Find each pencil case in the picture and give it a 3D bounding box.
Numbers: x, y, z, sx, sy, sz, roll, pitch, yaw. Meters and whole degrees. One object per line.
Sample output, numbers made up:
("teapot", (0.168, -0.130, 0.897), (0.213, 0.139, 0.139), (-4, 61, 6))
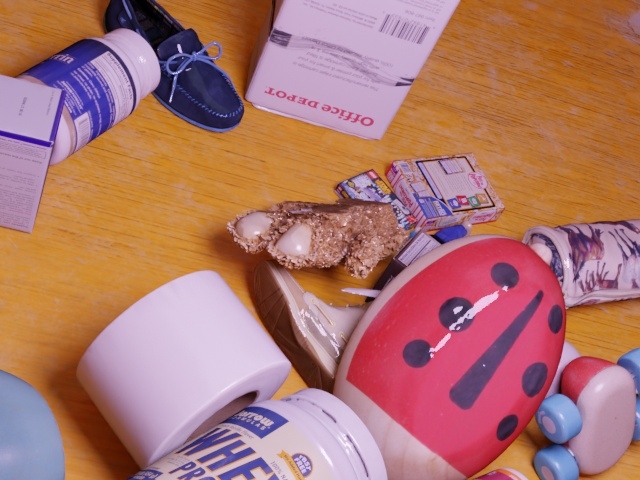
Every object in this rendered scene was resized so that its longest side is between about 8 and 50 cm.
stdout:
("pencil case", (0.559, 0.048, 1.893), (0.411, 0.159, 0.183), (-3, 41, -28))

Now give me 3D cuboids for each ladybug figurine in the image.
("ladybug figurine", (0.207, 0.182, 1.486), (0.305, 0.162, 0.449), (37, 83, -11))

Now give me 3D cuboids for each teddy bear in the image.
("teddy bear", (0.000, 0.000, 1.657), (0.245, 0.113, 0.338), (8, 11, 19))

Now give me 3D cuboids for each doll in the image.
("doll", (0.218, 0.024, 1.828), (0.189, 0.046, 0.129), (-21, 64, -37))

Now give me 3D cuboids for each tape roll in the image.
("tape roll", (-0.185, 0.183, 1.376), (0.246, 0.246, 0.169), (-26, 67, -38))

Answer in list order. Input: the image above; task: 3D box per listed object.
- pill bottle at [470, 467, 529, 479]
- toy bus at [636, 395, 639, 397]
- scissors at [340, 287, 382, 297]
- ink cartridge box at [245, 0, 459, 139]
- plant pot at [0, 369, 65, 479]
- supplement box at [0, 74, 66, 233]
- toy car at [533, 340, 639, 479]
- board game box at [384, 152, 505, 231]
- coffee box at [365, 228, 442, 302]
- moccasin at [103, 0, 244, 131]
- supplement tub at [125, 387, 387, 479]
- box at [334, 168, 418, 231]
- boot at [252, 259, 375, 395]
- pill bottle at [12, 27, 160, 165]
("pill bottle", (0.208, 0.418, 1.456), (0.221, 0.121, 0.121), (-13, 61, -33))
("toy bus", (0.607, 0.307, 1.742), (0.191, 0.202, 0.104), (10, 89, -43))
("scissors", (0.180, 0.102, 1.579), (0.297, 0.021, 0.109), (-4, 59, -26))
("ink cartridge box", (0.054, -0.403, 1.858), (0.286, 0.395, 0.166), (16, 47, -14))
("plant pot", (-0.444, 0.270, 1.166), (0.235, 0.293, 0.293), (-8, 56, -47))
("supplement box", (-0.461, -0.126, 1.508), (0.114, 0.220, 0.111), (13, 49, -14))
("toy car", (0.403, 0.250, 1.676), (0.219, 0.210, 0.238), (-24, 38, -23))
("board game box", (0.240, -0.095, 1.933), (0.194, 0.045, 0.146), (-8, 57, -30))
("coffee box", (0.215, 0.117, 1.688), (0.246, 0.141, 0.098), (38, 50, 9))
("moccasin", (-0.274, -0.336, 1.834), (0.342, 0.116, 0.138), (40, 48, 9))
("supplement tub", (-0.094, 0.349, 1.290), (0.325, 0.235, 0.235), (-27, 69, -38))
("box", (0.103, -0.064, 1.856), (0.094, 0.027, 0.137), (-26, 67, -39))
("boot", (0.028, 0.118, 1.624), (0.204, 0.095, 0.262), (-24, 70, -34))
("pill bottle", (-0.397, -0.248, 1.681), (0.153, 0.153, 0.265), (39, 47, 7))
